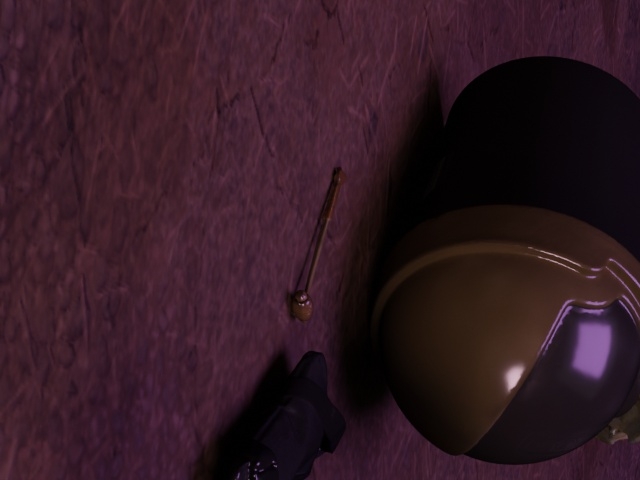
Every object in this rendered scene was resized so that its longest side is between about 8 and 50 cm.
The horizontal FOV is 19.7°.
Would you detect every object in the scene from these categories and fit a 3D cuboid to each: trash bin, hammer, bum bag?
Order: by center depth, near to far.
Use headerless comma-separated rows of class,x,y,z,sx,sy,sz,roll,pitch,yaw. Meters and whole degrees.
bum bag,-0.023,0.138,1.130,0.197,0.049,0.087,-51,146,-60
hammer,0.000,0.000,1.222,0.029,0.014,0.123,84,17,-53
trash bin,0.155,0.027,1.381,0.334,0.214,0.214,-71,157,-50

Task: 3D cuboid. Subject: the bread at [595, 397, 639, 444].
bread,0.289,0.068,1.828,0.124,0.186,0.257,-33,123,-46
